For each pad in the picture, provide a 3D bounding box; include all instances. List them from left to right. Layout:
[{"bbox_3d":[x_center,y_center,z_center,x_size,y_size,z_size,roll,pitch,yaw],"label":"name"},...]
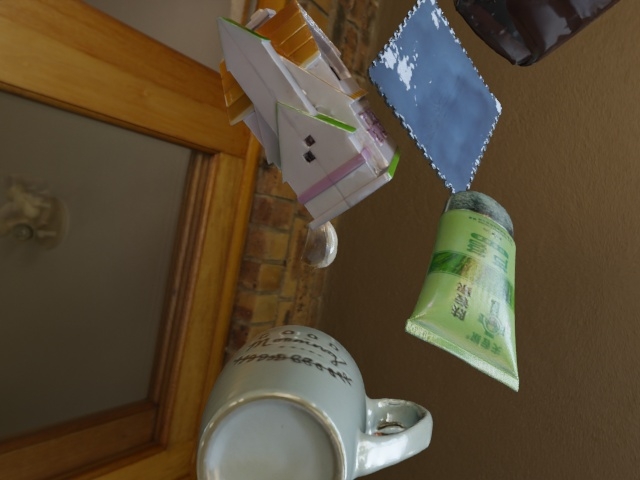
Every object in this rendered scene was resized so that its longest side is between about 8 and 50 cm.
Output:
[{"bbox_3d":[0.200,-0.237,0.833,0.012,0.269,0.270,-13,-145,48],"label":"pad"}]

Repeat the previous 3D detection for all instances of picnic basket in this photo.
[{"bbox_3d":[0.292,-0.353,0.612,0.222,0.129,0.297,36,-40,-15],"label":"picnic basket"}]

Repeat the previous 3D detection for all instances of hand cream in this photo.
[{"bbox_3d":[0.125,0.026,0.417,0.095,0.175,0.046,30,-46,-7],"label":"hand cream"}]

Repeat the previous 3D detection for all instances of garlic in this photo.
[{"bbox_3d":[0.002,0.003,1.198,0.084,0.066,0.152,10,-73,-8],"label":"garlic"}]

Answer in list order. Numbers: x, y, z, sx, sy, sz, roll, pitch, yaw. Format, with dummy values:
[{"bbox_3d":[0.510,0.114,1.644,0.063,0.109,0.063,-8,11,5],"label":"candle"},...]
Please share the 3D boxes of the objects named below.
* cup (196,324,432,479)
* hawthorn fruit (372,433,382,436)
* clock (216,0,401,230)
[{"bbox_3d":[-0.001,0.201,0.552,0.257,0.234,0.187,3,-92,0],"label":"cup"},{"bbox_3d":[0.075,0.362,0.909,0.081,0.093,0.081,0,-91,-14],"label":"hawthorn fruit"},{"bbox_3d":[-0.029,-0.201,0.764,0.166,0.235,0.310,-32,-80,21],"label":"clock"}]
